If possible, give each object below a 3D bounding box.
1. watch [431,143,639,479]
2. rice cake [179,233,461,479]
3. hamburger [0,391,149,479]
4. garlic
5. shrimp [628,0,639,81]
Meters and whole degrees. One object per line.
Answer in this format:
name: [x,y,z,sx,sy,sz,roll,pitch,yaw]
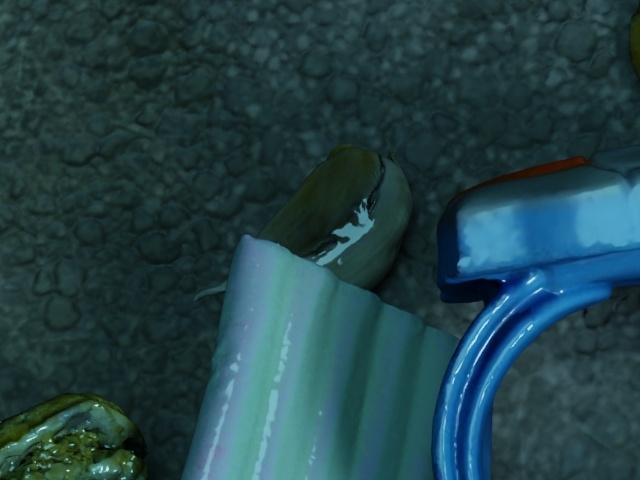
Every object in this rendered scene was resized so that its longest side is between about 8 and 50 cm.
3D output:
watch: [0.210,0.086,1.057,0.305,0.241,0.275,-7,84,4]
rice cake: [0.001,0.120,1.111,0.189,0.037,0.198,31,65,-25]
hamburger: [-0.160,0.179,1.108,0.185,0.159,0.131,-26,61,-4]
garlic: [0.005,0.005,1.200,0.084,0.066,0.152,23,69,47]
shrimp: [0.313,-0.154,1.202,0.262,0.051,0.198,-30,66,2]
